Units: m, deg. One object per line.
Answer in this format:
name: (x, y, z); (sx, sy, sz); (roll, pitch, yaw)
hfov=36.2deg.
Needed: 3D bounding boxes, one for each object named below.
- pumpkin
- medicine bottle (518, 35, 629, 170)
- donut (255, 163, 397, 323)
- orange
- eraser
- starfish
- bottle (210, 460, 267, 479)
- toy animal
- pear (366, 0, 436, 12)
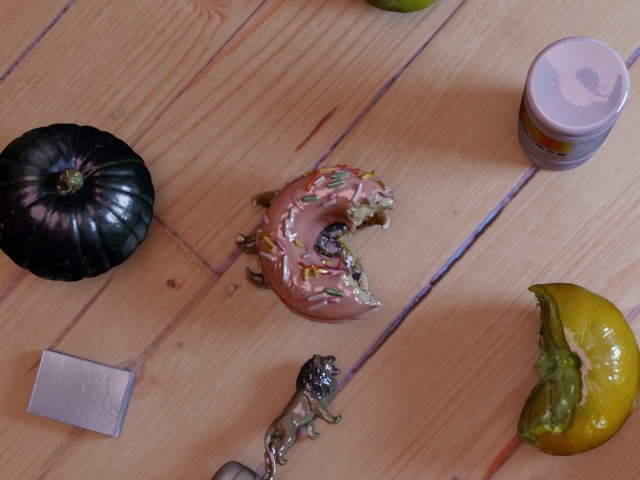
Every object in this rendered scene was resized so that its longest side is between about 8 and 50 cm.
pumpkin: (-0.373, -0.061, 1.462); (0.250, 0.216, 0.249); (5, 73, -17)
medicine bottle: (0.342, -0.181, 1.354); (0.133, 0.250, 0.133); (-1, 83, 8)
donut: (0.000, 0.000, 1.401); (0.199, 0.085, 0.232); (5, 83, 13)
orange: (0.356, 0.177, 1.338); (0.159, 0.179, 0.237); (4, 82, 11)
eraser: (-0.369, 0.233, 1.512); (0.150, 0.023, 0.103); (14, 85, 9)
starfish: (-0.006, 0.006, 1.475); (0.238, 0.071, 0.216); (-26, 85, 14)
bottle: (-0.072, 0.403, 1.402); (0.209, 0.110, 0.097); (33, 102, 11)
toy animal: (-0.027, 0.271, 1.424); (0.086, 0.069, 0.219); (32, 65, -4)
pear: (0.102, -0.424, 1.475); (0.216, 0.166, 0.180); (-16, 113, 44)
